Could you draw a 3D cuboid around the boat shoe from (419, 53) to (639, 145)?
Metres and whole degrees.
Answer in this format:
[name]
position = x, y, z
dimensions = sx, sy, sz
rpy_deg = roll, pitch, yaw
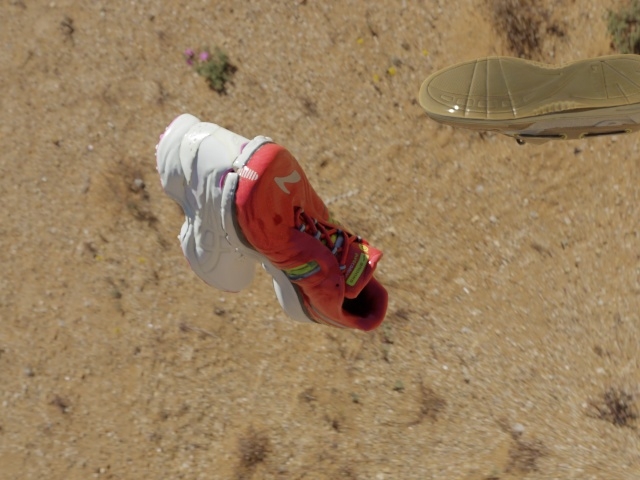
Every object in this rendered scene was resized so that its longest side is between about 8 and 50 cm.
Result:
[boat shoe]
position = 0.126, -0.076, 0.539
dimensions = 0.135, 0.045, 0.050
rpy_deg = 2, 58, 15

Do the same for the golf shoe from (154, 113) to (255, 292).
[golf shoe]
position = -0.126, -0.032, 1.291
dimensions = 0.140, 0.306, 0.115
rpy_deg = 11, 49, 25

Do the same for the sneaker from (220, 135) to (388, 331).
[sneaker]
position = 0.000, 0.000, 0.897
dimensions = 0.118, 0.279, 0.107
rpy_deg = 15, 66, 31
